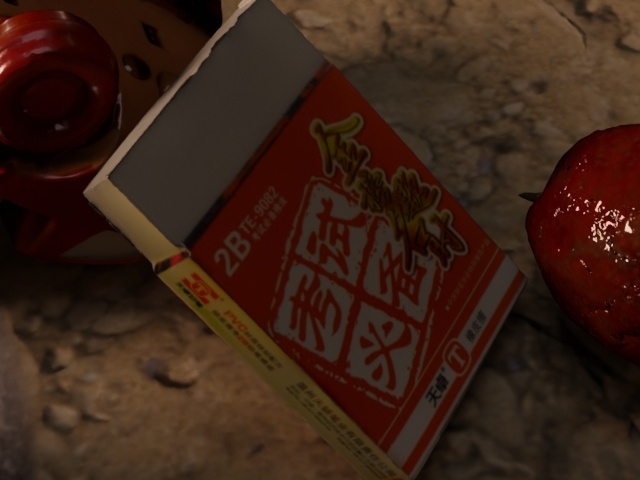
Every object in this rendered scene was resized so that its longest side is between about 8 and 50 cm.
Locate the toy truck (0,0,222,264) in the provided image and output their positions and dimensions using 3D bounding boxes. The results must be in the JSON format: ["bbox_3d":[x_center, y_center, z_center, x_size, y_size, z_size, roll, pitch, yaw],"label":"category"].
[{"bbox_3d":[-0.176,-0.063,0.961,0.265,0.239,0.189,17,35,-38],"label":"toy truck"}]

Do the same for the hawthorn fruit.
[{"bbox_3d":[0.183,-0.003,0.894,0.172,0.148,0.148,15,48,42],"label":"hawthorn fruit"}]

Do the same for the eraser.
[{"bbox_3d":[0.000,0.000,0.868,0.230,0.038,0.157,46,54,-15],"label":"eraser"}]
